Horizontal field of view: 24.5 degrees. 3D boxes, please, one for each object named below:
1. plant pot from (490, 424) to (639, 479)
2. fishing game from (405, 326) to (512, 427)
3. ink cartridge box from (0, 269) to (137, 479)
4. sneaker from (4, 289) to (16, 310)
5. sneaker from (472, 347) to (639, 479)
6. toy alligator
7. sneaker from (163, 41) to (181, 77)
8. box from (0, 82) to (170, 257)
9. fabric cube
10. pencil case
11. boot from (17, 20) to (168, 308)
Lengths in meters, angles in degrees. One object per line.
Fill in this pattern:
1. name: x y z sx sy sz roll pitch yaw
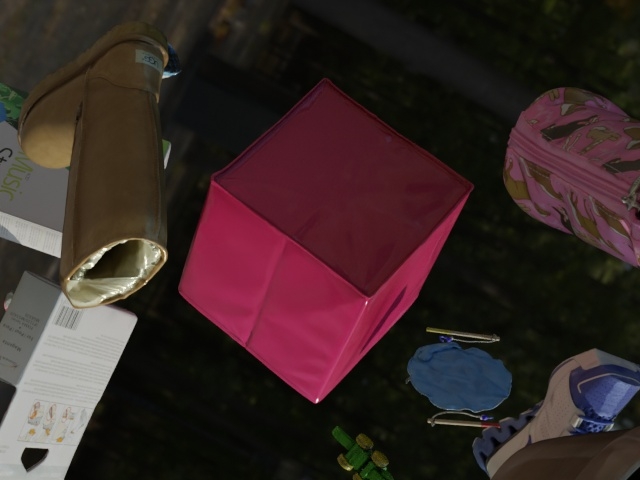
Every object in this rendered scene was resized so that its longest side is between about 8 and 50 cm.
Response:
1. plant pot: 0.314 0.328 1.552 0.280 0.323 0.323 7 -112 63
2. fishing game: 0.241 0.245 2.586 0.264 0.189 0.041 -92 -173 -55
3. ink cartridge box: -0.334 0.173 1.786 0.239 0.060 0.275 -65 166 -4
4. sneaker: -0.394 0.082 2.029 0.119 0.047 0.057 34 44 -59
5. sneaker: 0.353 0.310 2.118 0.315 0.127 0.182 -48 -143 37
6. toy alligator: 0.087 0.358 2.267 0.056 0.190 0.051 -50 153 13
7. sneaker: -0.282 -0.255 2.147 0.083 0.071 0.190 -35 165 32
8. box: -0.388 -0.096 2.028 0.058 0.322 0.232 115 -8 -47
9. fabric cube: 0.000 0.000 1.927 0.254 0.259 0.258 -44 165 -35
10. pencil case: 0.309 -0.045 1.430 0.160 0.167 0.386 -28 -161 -5
11. boot: -0.227 -0.053 1.418 0.236 0.089 0.269 -41 -139 41
